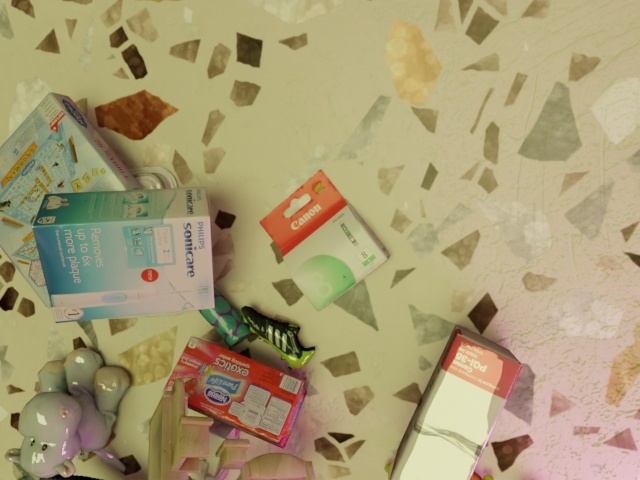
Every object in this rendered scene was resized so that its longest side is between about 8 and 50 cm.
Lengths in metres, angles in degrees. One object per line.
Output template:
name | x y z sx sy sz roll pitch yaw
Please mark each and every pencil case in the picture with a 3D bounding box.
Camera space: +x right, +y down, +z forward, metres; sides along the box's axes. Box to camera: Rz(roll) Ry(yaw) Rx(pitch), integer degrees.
pencil case | -0.214 0.158 1.183 0.151 0.064 0.070 48 143 5

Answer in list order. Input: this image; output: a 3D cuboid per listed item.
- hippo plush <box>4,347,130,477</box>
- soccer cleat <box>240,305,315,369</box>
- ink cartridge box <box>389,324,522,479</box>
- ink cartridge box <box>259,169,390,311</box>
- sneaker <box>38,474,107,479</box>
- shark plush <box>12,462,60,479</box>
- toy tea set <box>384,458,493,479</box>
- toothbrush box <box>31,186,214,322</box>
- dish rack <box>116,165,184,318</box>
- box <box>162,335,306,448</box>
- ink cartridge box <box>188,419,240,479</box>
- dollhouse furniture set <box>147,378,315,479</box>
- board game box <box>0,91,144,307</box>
hippo plush | -0.579 0.400 1.220 0.235 0.236 0.294 11 100 12
soccer cleat | -0.088 0.190 1.164 0.179 0.060 0.072 43 96 -1
ink cartridge box | 0.235 0.307 0.990 0.117 0.207 0.282 25 91 13
ink cartridge box | 0.000 0.000 1.115 0.181 0.056 0.224 -39 89 16
sneaker | -0.465 0.606 1.216 0.331 0.122 0.146 20 69 -7
shark plush | -0.687 0.568 1.369 0.161 0.073 0.067 -10 65 20
toy tea set | 0.287 0.545 1.105 0.336 0.124 0.199 6 70 17
toothbrush box | -0.354 0.025 1.056 0.296 0.126 0.216 -4 123 -14
dish rack | -0.437 0.014 1.219 0.286 0.072 0.332 -5 95 16
box | -0.169 0.310 1.140 0.257 0.122 0.128 19 64 11
ink cartridge box | -0.235 0.473 1.206 0.067 0.115 0.198 20 103 10
dollhouse furniture set | -0.130 0.391 1.057 0.356 0.173 0.303 11 132 -25
board game box | -0.546 -0.079 1.164 0.319 0.066 0.318 -40 86 15
